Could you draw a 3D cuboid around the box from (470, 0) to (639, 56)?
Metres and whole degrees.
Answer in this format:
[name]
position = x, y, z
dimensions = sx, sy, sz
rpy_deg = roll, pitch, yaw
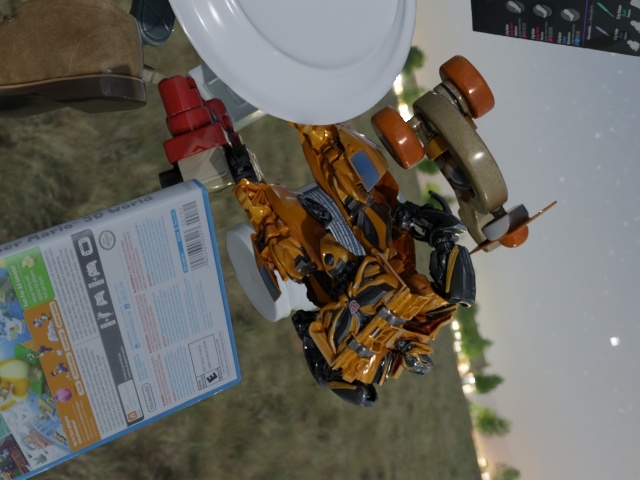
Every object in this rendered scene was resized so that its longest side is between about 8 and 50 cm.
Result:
[box]
position = 0.355, -0.372, 1.211
dimensions = 0.143, 0.270, 0.165
rpy_deg = 62, 45, -64

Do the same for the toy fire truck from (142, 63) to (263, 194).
[toy fire truck]
position = -0.190, -0.161, 1.180
dimensions = 0.217, 0.159, 0.246
rpy_deg = -80, 150, -89

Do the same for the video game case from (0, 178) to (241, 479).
[video game case]
position = -0.120, 0.050, 0.400
dimensions = 0.015, 0.166, 0.119
rpy_deg = 41, -35, 47

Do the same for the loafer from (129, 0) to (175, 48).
[loafer]
position = -0.285, -0.455, 1.528
dimensions = 0.096, 0.084, 0.267
rpy_deg = 25, 69, -37

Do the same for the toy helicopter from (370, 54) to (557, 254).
[toy helicopter]
position = 0.213, -0.062, 1.180
dimensions = 0.235, 0.140, 0.355
rpy_deg = 53, 0, 28

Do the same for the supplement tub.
[supplement tub]
position = 0.000, 0.000, 1.468
dimensions = 0.191, 0.272, 0.191
rpy_deg = 50, -24, 32

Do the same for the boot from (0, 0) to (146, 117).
[boot]
position = -0.335, -0.197, 0.966
dimensions = 0.112, 0.306, 0.115
rpy_deg = 4, 84, -79

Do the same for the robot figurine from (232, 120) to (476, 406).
[robot figurine]
position = 0.021, 0.011, 0.833
dimensions = 0.085, 0.211, 0.291
rpy_deg = 19, 30, -41

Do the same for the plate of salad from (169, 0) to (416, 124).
[plate of salad]
position = -0.018, -0.167, 0.533
dimensions = 0.200, 0.048, 0.199
rpy_deg = 3, 85, -40

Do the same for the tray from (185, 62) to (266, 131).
[tray]
position = -0.092, -0.299, 1.571
dimensions = 0.145, 0.270, 0.030
rpy_deg = 54, 18, -30
